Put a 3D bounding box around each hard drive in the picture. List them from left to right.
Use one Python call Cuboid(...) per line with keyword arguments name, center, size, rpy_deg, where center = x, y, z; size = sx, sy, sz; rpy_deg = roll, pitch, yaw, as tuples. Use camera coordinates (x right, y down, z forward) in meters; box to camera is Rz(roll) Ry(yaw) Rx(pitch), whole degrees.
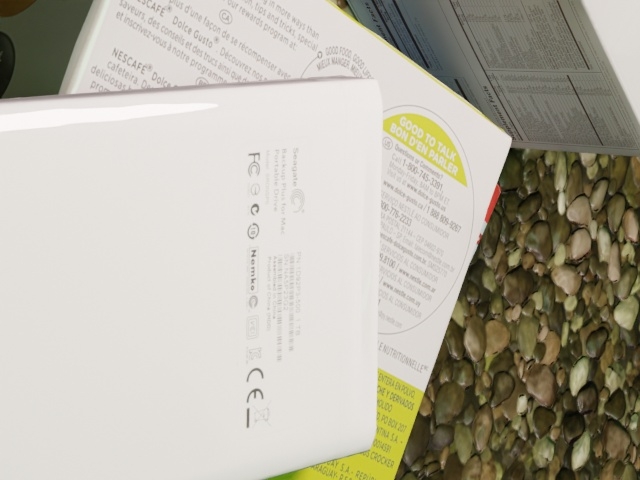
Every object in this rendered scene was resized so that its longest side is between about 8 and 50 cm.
Cuboid(name="hard drive", center=(-0.087, 0.030, 0.924), size=(0.307, 0.040, 0.203), rpy_deg=(-9, 103, -45))

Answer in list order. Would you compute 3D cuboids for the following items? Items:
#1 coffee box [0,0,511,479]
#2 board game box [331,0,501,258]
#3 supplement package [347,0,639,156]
Cuboid(name="coffee box", center=(-0.151, 0.003, 1.130), size=(0.338, 0.337, 0.334), rpy_deg=(30, 76, -45))
Cuboid(name="board game box", center=(0.000, 0.000, 1.683), size=(0.308, 0.086, 0.302), rpy_deg=(43, 64, -43))
Cuboid(name="supplement package", center=(0.203, -0.218, 1.745), size=(0.199, 0.262, 0.198), rpy_deg=(-55, 131, -28))
